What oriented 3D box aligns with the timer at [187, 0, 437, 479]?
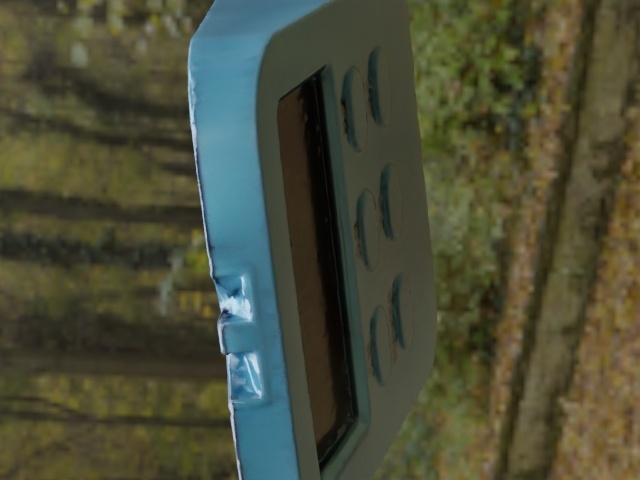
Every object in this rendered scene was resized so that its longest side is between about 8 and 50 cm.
[{"bbox_3d":[0.000,0.000,0.728,0.250,0.091,0.231,-74,-20,-70],"label":"timer"}]
